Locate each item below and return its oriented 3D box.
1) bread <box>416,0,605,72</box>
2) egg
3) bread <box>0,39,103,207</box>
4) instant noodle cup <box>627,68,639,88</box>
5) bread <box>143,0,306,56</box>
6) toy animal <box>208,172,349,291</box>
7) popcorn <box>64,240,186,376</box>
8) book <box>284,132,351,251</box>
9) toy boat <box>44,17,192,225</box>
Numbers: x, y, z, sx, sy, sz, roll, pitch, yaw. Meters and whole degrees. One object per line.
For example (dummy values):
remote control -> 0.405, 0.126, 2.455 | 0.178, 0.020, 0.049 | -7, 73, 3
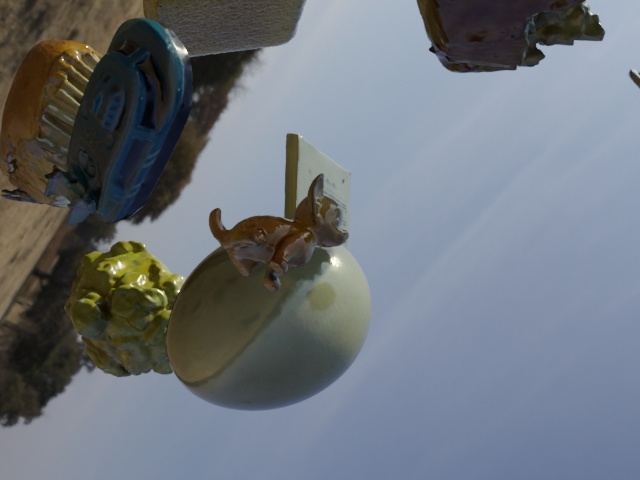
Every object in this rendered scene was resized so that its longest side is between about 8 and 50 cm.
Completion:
bread -> 0.242, -0.349, 0.725 | 0.314, 0.370, 0.191 | -1, -116, 26
egg -> -0.053, 0.082, 0.728 | 0.188, 0.188, 0.254 | -46, 168, 34
bread -> -0.433, -0.191, 1.147 | 0.389, 0.183, 0.236 | -21, -143, 59
instant noodle cup -> 0.419, -0.146, 0.560 | 0.233, 0.207, 0.207 | -44, -158, 27
bread -> -0.196, -0.505, 1.421 | 0.323, 0.333, 0.143 | 142, -64, -74
toy animal -> -0.023, -0.012, 0.458 | 0.083, 0.081, 0.060 | -54, 172, -31
popcorn -> -0.337, 0.135, 1.237 | 0.234, 0.242, 0.250 | -64, -161, 3
book -> 0.000, 0.000, 1.064 | 0.026, 0.201, 0.289 | -6, -106, 27
toy boat -> -0.262, -0.137, 0.855 | 0.092, 0.134, 0.298 | -29, 161, -47
